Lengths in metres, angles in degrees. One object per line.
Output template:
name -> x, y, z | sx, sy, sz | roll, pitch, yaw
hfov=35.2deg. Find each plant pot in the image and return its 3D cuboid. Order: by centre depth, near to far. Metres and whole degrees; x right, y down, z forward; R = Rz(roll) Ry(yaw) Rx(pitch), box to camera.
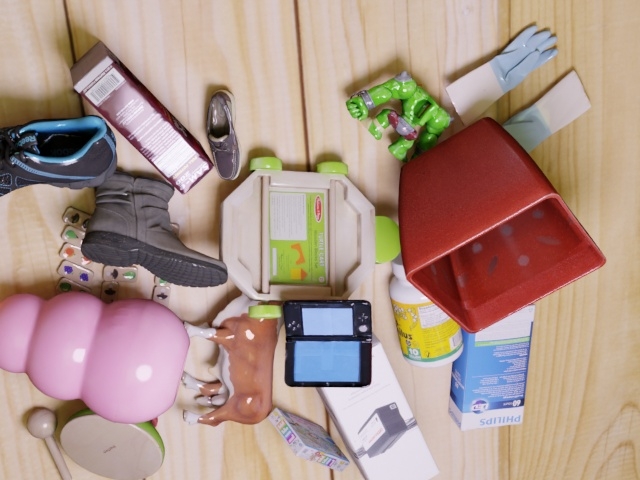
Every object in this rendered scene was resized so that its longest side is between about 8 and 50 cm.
plant pot -> 0.276, -0.041, 1.695 | 0.267, 0.236, 0.267 | -31, 141, 17

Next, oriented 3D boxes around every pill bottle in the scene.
pill bottle -> 0.189, 0.118, 1.843 | 0.117, 0.117, 0.208 | -17, 115, -9

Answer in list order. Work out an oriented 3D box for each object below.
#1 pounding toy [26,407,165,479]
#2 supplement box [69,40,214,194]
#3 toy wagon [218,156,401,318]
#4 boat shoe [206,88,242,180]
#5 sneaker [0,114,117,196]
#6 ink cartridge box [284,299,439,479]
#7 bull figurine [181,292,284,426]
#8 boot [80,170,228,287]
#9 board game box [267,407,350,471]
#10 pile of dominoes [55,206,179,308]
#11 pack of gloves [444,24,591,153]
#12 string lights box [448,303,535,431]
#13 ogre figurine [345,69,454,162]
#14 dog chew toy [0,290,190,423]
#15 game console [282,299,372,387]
pounding toy -> -0.378, 0.330, 1.788 | 0.236, 0.110, 0.183 | -8, 129, 19
supplement box -> -0.278, -0.191, 1.575 | 0.073, 0.130, 0.239 | -42, 117, 2
toy wagon -> 0.000, 0.000, 1.717 | 0.344, 0.068, 0.267 | 2, 83, -18
boat shoe -> -0.164, -0.169, 1.654 | 0.056, 0.049, 0.152 | 0, 108, 19
sneaker -> -0.478, -0.130, 1.522 | 0.340, 0.140, 0.125 | -14, 76, -17
ink cartridge box -> 0.073, 0.282, 1.817 | 0.129, 0.223, 0.307 | -28, 116, -6
bull figurine -> -0.151, 0.194, 1.787 | 0.188, 0.101, 0.310 | -1, 109, -12
boot -> -0.254, -0.026, 1.627 | 0.246, 0.161, 0.083 | 16, 149, -13
board game box -> -0.020, 0.368, 1.862 | 0.026, 0.103, 0.154 | -49, 139, 6
pile of dominoes -> -0.346, 0.069, 1.711 | 0.195, 0.040, 0.251 | 5, 109, -18
pack of gloves -> 0.345, -0.255, 1.791 | 0.232, 0.046, 0.195 | -36, 113, -8
string lights box -> 0.329, 0.234, 1.954 | 0.133, 0.077, 0.260 | -4, 112, -14
ogre figurine -> 0.146, -0.207, 1.714 | 0.118, 0.097, 0.197 | -42, 106, 16
dog chew toy -> -0.386, 0.174, 1.644 | 0.331, 0.206, 0.207 | 15, 107, -4
game console -> 0.011, 0.165, 1.625 | 0.144, 0.085, 0.124 | 0, 131, 4
